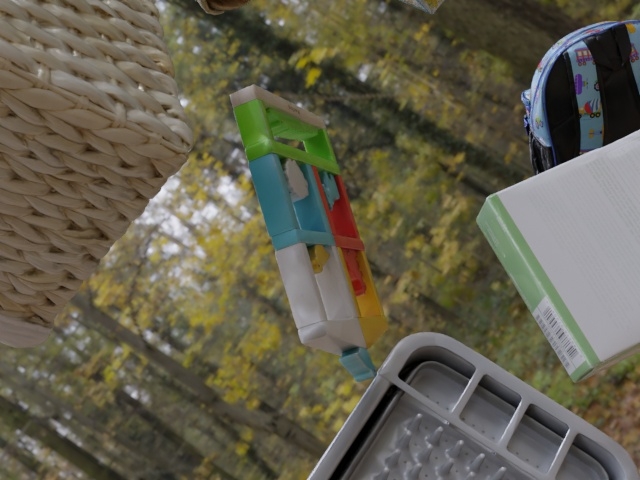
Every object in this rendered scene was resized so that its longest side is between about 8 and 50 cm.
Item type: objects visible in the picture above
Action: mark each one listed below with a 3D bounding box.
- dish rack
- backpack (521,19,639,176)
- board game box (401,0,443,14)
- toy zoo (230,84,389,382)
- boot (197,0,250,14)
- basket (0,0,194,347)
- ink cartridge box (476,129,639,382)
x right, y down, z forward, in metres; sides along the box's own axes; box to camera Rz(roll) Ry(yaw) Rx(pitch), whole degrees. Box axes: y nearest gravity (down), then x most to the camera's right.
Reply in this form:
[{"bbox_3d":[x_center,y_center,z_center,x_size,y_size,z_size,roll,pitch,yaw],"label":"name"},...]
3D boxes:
[{"bbox_3d":[0.131,0.271,0.911,0.333,0.285,0.072,-50,-12,-40],"label":"dish rack"},{"bbox_3d":[0.279,-0.140,0.957,0.158,0.173,0.117,-21,30,-1],"label":"backpack"},{"bbox_3d":[0.041,-0.263,0.865,0.026,0.103,0.154,-51,36,4],"label":"board game box"},{"bbox_3d":[0.000,0.000,0.960,0.030,0.293,0.192,-20,-9,19],"label":"toy zoo"},{"bbox_3d":[-0.152,-0.371,1.189,0.095,0.203,0.262,-37,-4,4],"label":"boot"},{"bbox_3d":[-0.328,-0.140,0.808,0.266,0.331,0.328,-45,42,25],"label":"basket"},{"bbox_3d":[0.279,-0.005,0.820,0.235,0.171,0.056,-24,-21,-12],"label":"ink cartridge box"}]
